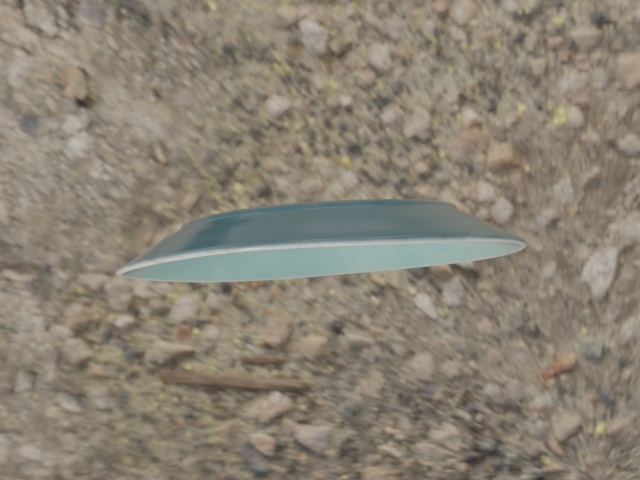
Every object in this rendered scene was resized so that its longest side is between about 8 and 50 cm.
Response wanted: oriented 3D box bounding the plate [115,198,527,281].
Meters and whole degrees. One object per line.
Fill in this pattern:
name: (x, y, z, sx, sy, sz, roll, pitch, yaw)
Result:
plate: (0.000, 0.000, 0.693, 0.188, 0.188, 0.024, -4, 84, 10)
